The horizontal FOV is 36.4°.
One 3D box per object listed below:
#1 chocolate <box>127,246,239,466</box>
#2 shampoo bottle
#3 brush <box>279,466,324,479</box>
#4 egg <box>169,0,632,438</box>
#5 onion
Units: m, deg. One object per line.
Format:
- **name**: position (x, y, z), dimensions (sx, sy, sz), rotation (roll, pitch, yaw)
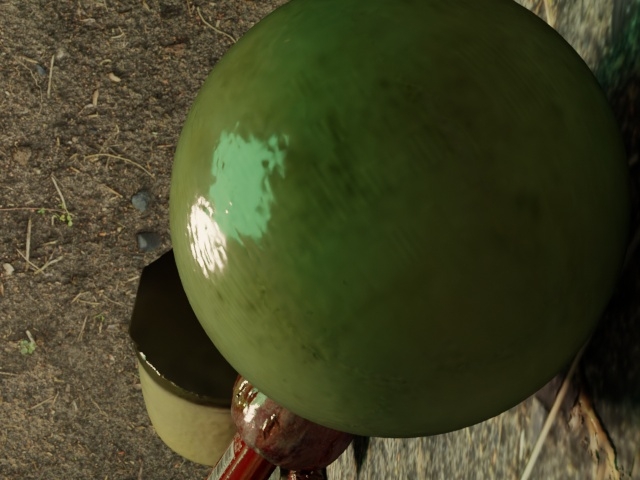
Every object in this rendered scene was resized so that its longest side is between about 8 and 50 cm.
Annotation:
- **chocolate**: position (-0.157, 0.210, 1.640), dimensions (0.297, 0.314, 0.326), rotation (100, 174, -50)
- **shampoo bottle**: position (-0.074, 0.275, 1.403), dimensions (0.314, 0.076, 0.118), rotation (-57, 2, 24)
- **brush**: position (-0.019, 0.359, 1.304), dimensions (0.321, 0.060, 0.050), rotation (-100, 29, -72)
- **egg**: position (0.038, -0.009, 0.501), dimensions (0.295, 0.218, 0.219), rotation (70, -154, -76)
- **onion**: position (-0.012, 0.166, 1.119), dimensions (0.195, 0.159, 0.159), rotation (-55, 13, 13)
